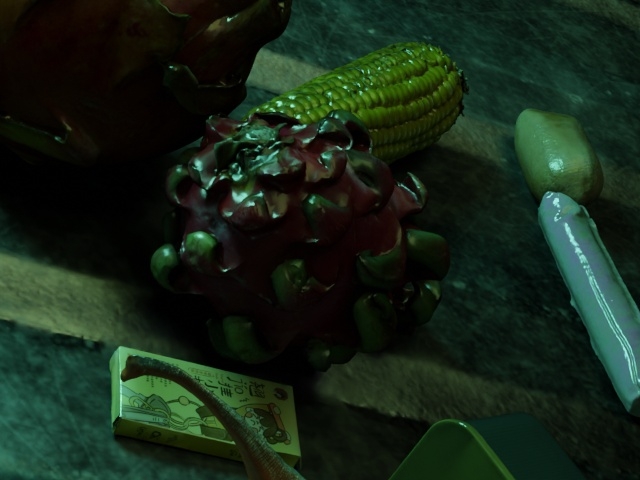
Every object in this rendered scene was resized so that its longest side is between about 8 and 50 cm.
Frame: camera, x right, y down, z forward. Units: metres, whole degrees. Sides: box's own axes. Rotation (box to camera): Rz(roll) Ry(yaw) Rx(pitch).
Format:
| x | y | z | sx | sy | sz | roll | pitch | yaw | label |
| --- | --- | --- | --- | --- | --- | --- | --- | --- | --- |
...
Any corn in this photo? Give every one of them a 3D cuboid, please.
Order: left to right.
| x | y | z | sx | sy | sz | roll | pitch | yaw | label |
| --- | --- | --- | --- | --- | --- | --- | --- | --- | --- |
| 0.037 | -0.114 | 1.454 | 0.115 | 0.115 | 0.318 | 41 | 37 | 14 | corn |

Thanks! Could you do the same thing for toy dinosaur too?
| x | y | z | sx | sy | sz | roll | pitch | yaw | label |
| --- | --- | --- | --- | --- | --- | --- | --- | --- | --- |
| -0.033 | 0.180 | 1.047 | 0.279 | 0.101 | 0.055 | 35 | 23 | -14 | toy dinosaur |

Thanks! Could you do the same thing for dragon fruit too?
| x | y | z | sx | sy | sz | roll | pitch | yaw | label |
| --- | --- | --- | --- | --- | --- | --- | --- | --- | --- |
| -0.173 | -0.169 | 1.241 | 0.250 | 0.315 | 0.250 | -23 | 90 | -85 | dragon fruit |
| 0.001 | -0.007 | 1.219 | 0.273 | 0.198 | 0.218 | -13 | 45 | -46 | dragon fruit |

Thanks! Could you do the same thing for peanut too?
| x | y | z | sx | sy | sz | roll | pitch | yaw | label |
| --- | --- | --- | --- | --- | --- | --- | --- | --- | --- |
| 0.241 | -0.084 | 1.599 | 0.076 | 0.076 | 0.152 | 12 | 41 | -25 | peanut |

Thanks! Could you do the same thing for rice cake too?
| x | y | z | sx | sy | sz | roll | pitch | yaw | label |
| --- | --- | --- | --- | --- | --- | --- | --- | --- | --- |
| 0.263 | 0.057 | 1.456 | 0.049 | 0.055 | 0.270 | 6 | 44 | -25 | rice cake |

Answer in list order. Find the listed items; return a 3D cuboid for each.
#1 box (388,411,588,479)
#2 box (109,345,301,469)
| x | y | z | sx | sy | sz | roll | pitch | yaw | label |
| --- | --- | --- | --- | --- | --- | --- | --- | --- | --- |
| 0.137 | 0.226 | 1.079 | 0.090 | 0.144 | 0.201 | -4 | 47 | -44 | box |
| -0.082 | 0.124 | 1.147 | 0.149 | 0.020 | 0.073 | 15 | 38 | -22 | box |
